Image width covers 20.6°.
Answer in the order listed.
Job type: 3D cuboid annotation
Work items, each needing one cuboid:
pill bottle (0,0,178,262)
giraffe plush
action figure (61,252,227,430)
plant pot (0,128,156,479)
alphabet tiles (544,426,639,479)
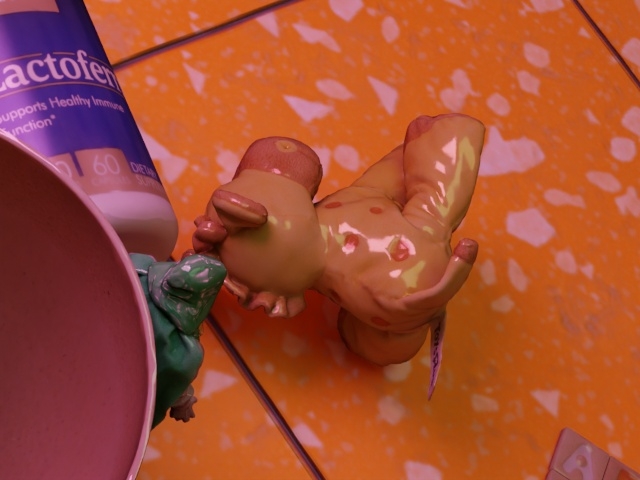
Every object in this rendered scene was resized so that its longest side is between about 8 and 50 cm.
[{"bbox_3d":[-0.203,-0.087,1.089,0.153,0.153,0.265,-12,67,-35],"label":"pill bottle"},{"bbox_3d":[0.000,0.000,1.150,0.170,0.181,0.210,15,36,-7],"label":"giraffe plush"},{"bbox_3d":[-0.111,0.071,0.989,0.063,0.232,0.137,-21,74,-38],"label":"action figure"},{"bbox_3d":[-0.235,0.093,0.913,0.284,0.191,0.284,4,68,-9],"label":"plant pot"},{"bbox_3d":[0.240,0.265,1.214,0.237,0.009,0.198,32,50,-8],"label":"alphabet tiles"}]
